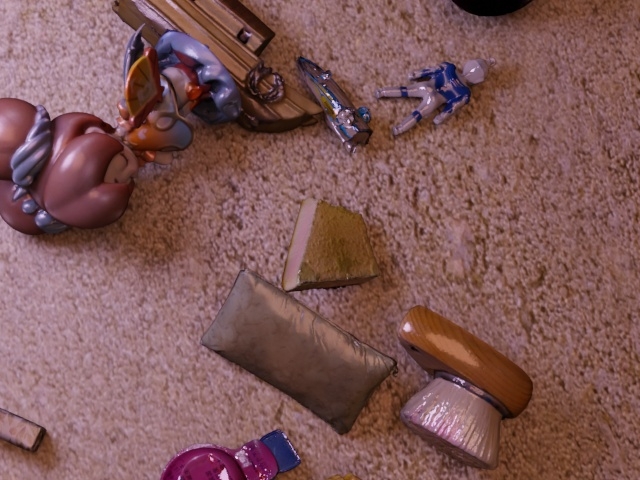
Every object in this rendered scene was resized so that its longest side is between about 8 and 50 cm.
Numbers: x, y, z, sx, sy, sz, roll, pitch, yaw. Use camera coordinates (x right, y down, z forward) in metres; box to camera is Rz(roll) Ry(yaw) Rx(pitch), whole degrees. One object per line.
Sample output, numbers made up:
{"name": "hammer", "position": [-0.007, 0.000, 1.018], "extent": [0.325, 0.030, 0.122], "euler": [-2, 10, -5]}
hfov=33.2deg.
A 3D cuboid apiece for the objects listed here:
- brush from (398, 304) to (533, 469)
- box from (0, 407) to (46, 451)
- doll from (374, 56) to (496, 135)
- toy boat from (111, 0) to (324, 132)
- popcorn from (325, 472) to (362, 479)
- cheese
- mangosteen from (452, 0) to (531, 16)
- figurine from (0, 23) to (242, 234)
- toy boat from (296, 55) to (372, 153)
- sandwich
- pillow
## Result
{"name": "brush", "position": [0.204, 0.235, 1.731], "extent": [0.267, 0.174, 0.166], "euler": [40, 75, -18]}
{"name": "box", "position": [-0.488, 0.298, 1.702], "extent": [0.098, 0.062, 0.045], "euler": [24, 76, -2]}
{"name": "doll", "position": [0.219, -0.269, 1.933], "extent": [0.227, 0.057, 0.114], "euler": [-25, 75, -3]}
{"name": "toy boat", "position": [-0.180, -0.347, 1.872], "extent": [0.445, 0.136, 0.162], "euler": [42, 73, -1]}
{"name": "popcorn", "position": [0.049, 0.445, 1.677], "extent": [0.140, 0.194, 0.163], "euler": [19, 39, 17]}
{"name": "cheese", "position": [-0.151, 0.379, 1.719], "extent": [0.244, 0.062, 0.155], "euler": [-22, 58, -24]}
{"name": "mangosteen", "position": [0.333, -0.514, 1.933], "extent": [0.265, 0.228, 0.228], "euler": [-5, 75, -39]}
{"name": "figurine", "position": [-0.345, -0.173, 1.726], "extent": [0.248, 0.276, 0.388], "euler": [32, 64, 24]}
{"name": "toy boat", "position": [0.019, -0.250, 1.898], "extent": [0.066, 0.084, 0.210], "euler": [-45, 70, 26]}
{"name": "sandwich", "position": [0.000, 0.000, 1.793], "extent": [0.193, 0.058, 0.162], "euler": [-6, 74, -44]}
{"name": "pillow", "position": [-0.037, 0.186, 1.746], "extent": [0.302, 0.185, 0.075], "euler": [32, 31, 1]}
